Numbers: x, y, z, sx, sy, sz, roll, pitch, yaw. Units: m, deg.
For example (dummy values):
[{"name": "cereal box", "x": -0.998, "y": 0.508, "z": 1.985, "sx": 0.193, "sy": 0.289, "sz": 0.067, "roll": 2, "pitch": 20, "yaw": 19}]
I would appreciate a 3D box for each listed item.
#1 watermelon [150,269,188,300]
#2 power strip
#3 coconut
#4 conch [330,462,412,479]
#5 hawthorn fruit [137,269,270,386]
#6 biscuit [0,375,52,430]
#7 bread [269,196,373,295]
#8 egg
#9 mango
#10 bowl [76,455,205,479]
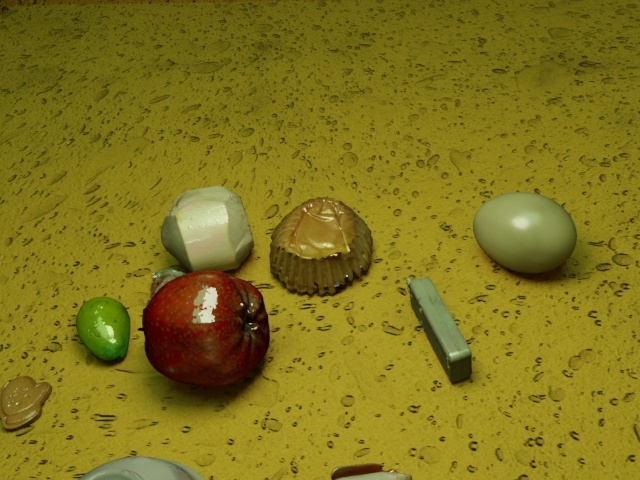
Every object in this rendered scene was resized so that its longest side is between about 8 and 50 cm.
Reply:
[{"name": "watermelon", "x": -0.353, "y": 0.129, "z": 1.641, "sx": 0.187, "sy": 0.071, "sz": 0.139, "roll": 18, "pitch": 52, "yaw": 27}, {"name": "power strip", "x": 0.247, "y": 0.171, "z": 1.463, "sx": 0.053, "sy": 0.093, "sz": 0.288, "roll": -17, "pitch": 43, "yaw": -4}, {"name": "coconut", "x": -0.287, "y": -0.021, "z": 1.685, "sx": 0.241, "sy": 0.241, "sz": 0.241, "roll": -5, "pitch": 42, "yaw": 5}, {"name": "conch", "x": 0.080, "y": 0.438, "z": 1.198, "sx": 0.176, "sy": 0.094, "sz": 0.104, "roll": -29, "pitch": 6, "yaw": -27}, {"name": "hawthorn fruit", "x": -0.268, "y": 0.186, "z": 1.442, "sx": 0.300, "sy": 0.254, "sz": 0.254, "roll": -4, "pitch": 39, "yaw": 30}, {"name": "biscuit", "x": -0.651, "y": 0.347, "z": 1.481, "sx": 0.118, "sy": 0.023, "sz": 0.140, "roll": -28, "pitch": 44, "yaw": -19}, {"name": "bread", "x": 0.000, "y": 0.000, "z": 1.659, "sx": 0.274, "sy": 0.149, "sz": 0.274, "roll": -2, "pitch": 47, "yaw": 2}, {"name": "egg", "x": 0.470, "y": -0.020, "z": 1.565, "sx": 0.241, "sy": 0.186, "sz": 0.186, "roll": 16, "pitch": 47, "yaw": 33}, {"name": "mango", "x": -0.499, "y": 0.201, "z": 1.561, "sx": 0.119, "sy": 0.100, "sz": 0.178, "roll": -21, "pitch": 50, "yaw": -16}, {"name": "bowl", "x": -0.348, "y": 0.496, "z": 1.162, "sx": 0.345, "sy": 0.157, "sz": 0.346, "roll": -5, "pitch": 41, "yaw": 4}]
